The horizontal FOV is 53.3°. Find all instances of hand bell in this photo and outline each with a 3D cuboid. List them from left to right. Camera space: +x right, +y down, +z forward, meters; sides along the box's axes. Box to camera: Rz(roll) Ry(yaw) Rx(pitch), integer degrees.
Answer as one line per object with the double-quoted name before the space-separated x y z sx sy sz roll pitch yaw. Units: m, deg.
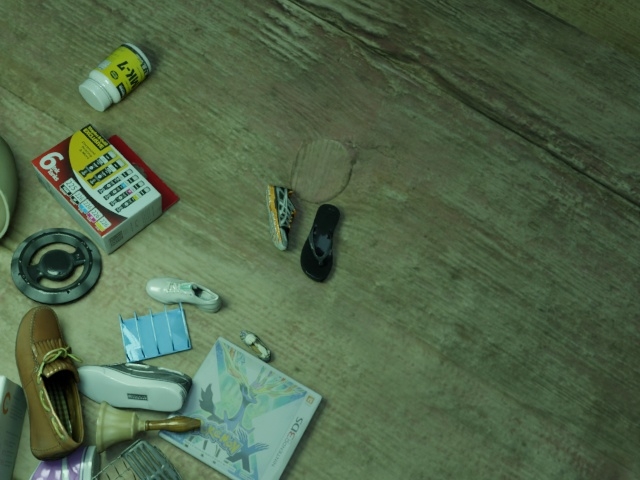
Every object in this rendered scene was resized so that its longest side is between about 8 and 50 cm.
"hand bell" -0.421 0.461 1.587 0.242 0.126 0.126 2 67 -9

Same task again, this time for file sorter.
"file sorter" -0.440 0.240 1.692 0.170 0.104 0.118 -11 69 -15

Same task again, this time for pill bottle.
"pill bottle" -0.631 -0.500 1.960 0.119 0.119 0.208 36 66 5

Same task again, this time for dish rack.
"dish rack" -0.450 0.597 1.451 0.271 0.074 0.208 -37 78 -28

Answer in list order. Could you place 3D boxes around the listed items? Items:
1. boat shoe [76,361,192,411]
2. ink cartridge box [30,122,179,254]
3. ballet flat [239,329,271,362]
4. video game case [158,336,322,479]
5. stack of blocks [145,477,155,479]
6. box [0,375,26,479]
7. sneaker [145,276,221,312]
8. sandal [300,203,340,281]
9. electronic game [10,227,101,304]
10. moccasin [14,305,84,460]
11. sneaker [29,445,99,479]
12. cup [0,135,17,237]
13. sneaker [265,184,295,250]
"boat shoe" -0.480 0.359 1.640 0.301 0.108 0.102 5 28 8
"ink cartridge box" -0.604 -0.168 1.820 0.309 0.130 0.272 44 66 9
"ballet flat" -0.177 0.286 1.757 0.114 0.041 0.041 44 67 9
"video game case" -0.205 0.461 1.679 0.329 0.036 0.300 30 65 3
"stack of blocks" -0.304 0.694 1.533 0.297 0.087 0.171 17 65 -3
"box" -0.809 0.495 1.453 0.168 0.215 0.345 5 66 -8
"sneaker" -0.375 0.137 1.753 0.212 0.094 0.080 13 67 -5
"sandal" -0.001 -0.001 1.902 0.097 0.054 0.255 12 66 -5
"electronic game" -0.720 0.068 1.742 0.229 0.048 0.229 8 61 -14
"moccasin" -0.645 0.329 1.543 0.147 0.139 0.380 -29 58 18
"sneaker" -0.615 0.634 1.502 0.161 0.102 0.282 -2 57 -7
"cup" -0.946 -0.177 1.685 0.331 0.331 0.237 10 40 -6
"sneaker" -0.112 -0.073 1.899 0.083 0.084 0.215 -1 67 -16
